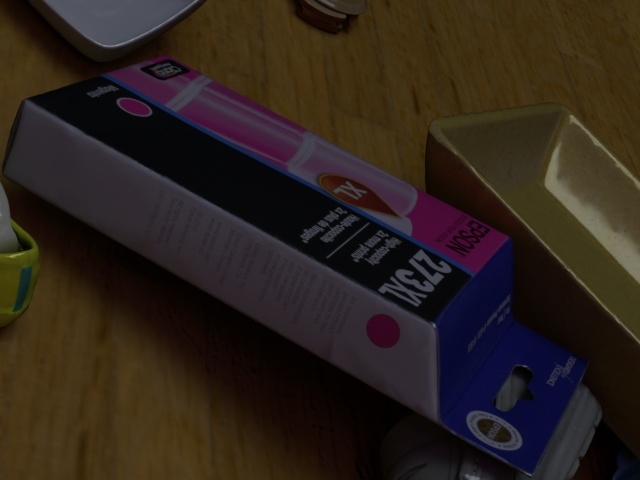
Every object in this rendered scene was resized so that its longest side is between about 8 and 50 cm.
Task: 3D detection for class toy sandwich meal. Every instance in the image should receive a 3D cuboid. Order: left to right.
[{"bbox_3d":[0.006,-0.225,1.150,0.085,0.029,0.086,23,35,-17],"label":"toy sandwich meal"}]

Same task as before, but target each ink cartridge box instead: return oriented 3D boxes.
[{"bbox_3d":[0.000,0.000,0.792,0.371,0.069,0.176,31,26,11],"label":"ink cartridge box"}]

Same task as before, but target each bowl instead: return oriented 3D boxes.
[{"bbox_3d":[-0.162,-0.203,0.946,0.142,0.053,0.142,44,59,9],"label":"bowl"}]

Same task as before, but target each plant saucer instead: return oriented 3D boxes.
[{"bbox_3d":[0.232,0.040,0.973,0.333,0.081,0.333,47,25,13],"label":"plant saucer"}]

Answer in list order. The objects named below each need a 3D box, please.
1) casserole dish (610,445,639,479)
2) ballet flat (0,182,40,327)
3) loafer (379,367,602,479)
[{"bbox_3d":[0.266,0.229,0.879,0.114,0.037,0.188,-15,61,-46],"label":"casserole dish"},{"bbox_3d":[-0.239,-0.049,0.727,0.231,0.077,0.077,48,39,14],"label":"ballet flat"},{"bbox_3d":[0.078,0.159,0.751,0.111,0.112,0.319,35,30,7],"label":"loafer"}]
